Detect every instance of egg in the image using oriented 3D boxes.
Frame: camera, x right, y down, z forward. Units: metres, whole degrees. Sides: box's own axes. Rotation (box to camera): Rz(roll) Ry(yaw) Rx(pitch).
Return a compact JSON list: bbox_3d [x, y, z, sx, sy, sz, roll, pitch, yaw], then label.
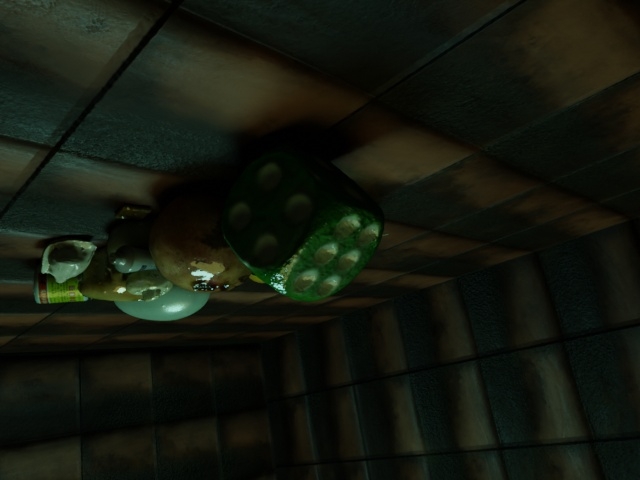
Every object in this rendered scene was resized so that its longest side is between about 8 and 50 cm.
[{"bbox_3d":[-0.593,0.185,1.968,0.370,0.230,0.230,-4,163,4],"label":"egg"}]

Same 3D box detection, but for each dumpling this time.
[{"bbox_3d":[-0.804,0.057,1.666,0.199,0.118,0.136,-46,134,16],"label":"dumpling"}]

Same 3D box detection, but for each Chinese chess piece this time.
[{"bbox_3d":[-0.544,0.014,1.675,0.250,0.101,0.250,-9,162,-3],"label":"Chinese chess piece"}]

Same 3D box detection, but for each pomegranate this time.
[{"bbox_3d":[-0.326,0.009,1.503,0.321,0.322,0.322,-9,162,-3],"label":"pomegranate"}]

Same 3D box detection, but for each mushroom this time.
[{"bbox_3d":[-0.553,0.138,1.713,0.147,0.112,0.148,-16,169,-3],"label":"mushroom"}]

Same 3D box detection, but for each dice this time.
[{"bbox_3d":[-0.044,-0.044,1.308,0.297,0.300,0.287,-50,149,14],"label":"dice"}]

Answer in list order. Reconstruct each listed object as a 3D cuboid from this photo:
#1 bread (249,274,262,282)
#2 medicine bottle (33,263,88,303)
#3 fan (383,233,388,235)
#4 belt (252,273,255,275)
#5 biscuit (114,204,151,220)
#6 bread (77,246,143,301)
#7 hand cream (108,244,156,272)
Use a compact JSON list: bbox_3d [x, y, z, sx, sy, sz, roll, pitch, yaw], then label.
[{"bbox_3d":[-0.171,0.075,2.000,0.239,0.139,0.240,-9,162,-3],"label":"bread"},{"bbox_3d":[-0.868,0.145,1.841,0.225,0.139,0.139,-2,161,-22],"label":"medicine bottle"},{"bbox_3d":[0.119,0.007,2.158,0.328,0.009,0.191,-10,162,2],"label":"fan"},{"bbox_3d":[-0.258,0.049,1.729,0.126,0.094,0.359,10,-179,-43],"label":"belt"},{"bbox_3d":[-0.542,-0.080,1.523,0.083,0.018,0.081,5,157,-40],"label":"biscuit"},{"bbox_3d":[-0.679,0.103,1.774,0.251,0.174,0.133,4,152,-18],"label":"bread"},{"bbox_3d":[-0.496,0.060,1.590,0.124,0.078,0.340,-12,171,24],"label":"hand cream"}]
